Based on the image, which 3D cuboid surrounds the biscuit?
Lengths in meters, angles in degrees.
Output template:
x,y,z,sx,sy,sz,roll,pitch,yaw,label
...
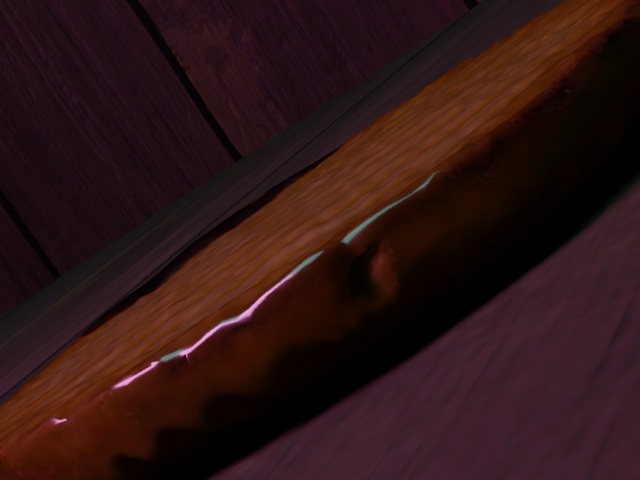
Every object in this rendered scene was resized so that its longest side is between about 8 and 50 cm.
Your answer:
x,y,z,sx,sy,sz,roll,pitch,yaw,label
0.000,0.000,0.497,0.318,0.040,0.318,-35,7,5,biscuit
